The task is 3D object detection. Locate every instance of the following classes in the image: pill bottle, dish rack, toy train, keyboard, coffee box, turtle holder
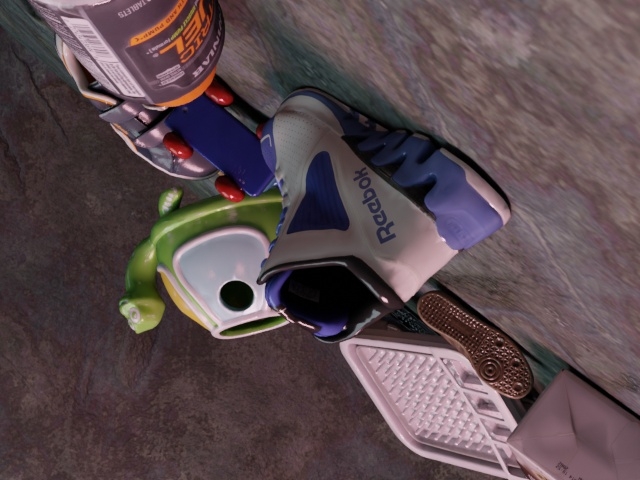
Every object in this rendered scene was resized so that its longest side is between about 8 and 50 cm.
[{"bbox_3d":[-0.153,-0.194,0.758,0.130,0.130,0.245,39,174,13],"label":"pill bottle"},{"bbox_3d":[0.203,0.249,1.479,0.333,0.072,0.285,-1,128,53],"label":"dish rack"},{"bbox_3d":[-0.147,-0.154,1.202,0.248,0.105,0.143,40,-173,7],"label":"toy train"},{"bbox_3d":[0.165,0.156,1.734,0.192,0.038,0.100,40,174,14],"label":"keyboard"},{"bbox_3d":[0.347,0.286,1.167,0.168,0.119,0.297,36,172,25],"label":"coffee box"},{"bbox_3d":[-0.162,0.037,1.468,0.243,0.321,0.227,125,133,-68],"label":"turtle holder"}]

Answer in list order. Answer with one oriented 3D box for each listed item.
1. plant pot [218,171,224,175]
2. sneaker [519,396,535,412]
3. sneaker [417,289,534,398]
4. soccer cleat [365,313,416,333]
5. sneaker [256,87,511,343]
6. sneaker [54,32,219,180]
[{"bbox_3d":[-0.195,-0.162,1.678,0.236,0.032,0.236,39,173,6],"label":"plant pot"},{"bbox_3d":[0.302,0.272,1.549,0.262,0.099,0.121,35,163,4],"label":"sneaker"},{"bbox_3d":[0.214,0.133,1.242,0.188,0.066,0.071,44,-168,14],"label":"sneaker"},{"bbox_3d":[0.094,0.161,1.944,0.289,0.093,0.121,39,180,19],"label":"soccer cleat"},{"bbox_3d":[0.002,-0.019,0.818,0.127,0.182,0.315,46,172,-32],"label":"sneaker"},{"bbox_3d":[-0.266,-0.207,1.361,0.321,0.126,0.127,42,177,-13],"label":"sneaker"}]
